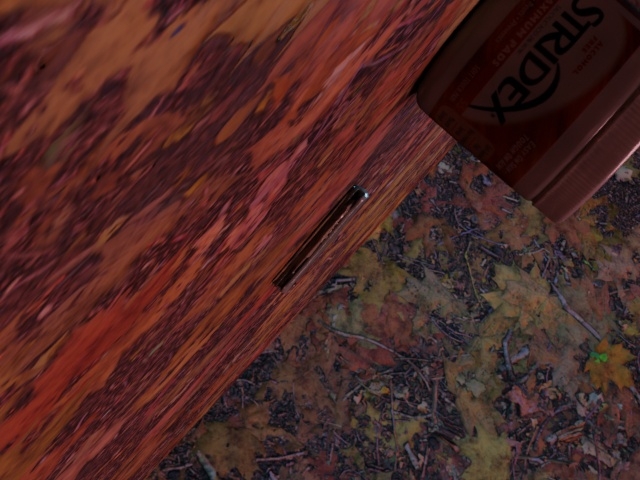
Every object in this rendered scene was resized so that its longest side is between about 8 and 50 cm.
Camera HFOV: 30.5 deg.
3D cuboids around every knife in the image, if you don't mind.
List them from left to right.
[{"bbox_3d":[0.000,0.000,1.385,0.162,0.023,0.044,-50,178,15],"label":"knife"}]

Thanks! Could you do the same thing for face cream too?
[{"bbox_3d":[0.219,-0.149,1.108,0.201,0.187,0.201,-48,176,-4],"label":"face cream"}]
